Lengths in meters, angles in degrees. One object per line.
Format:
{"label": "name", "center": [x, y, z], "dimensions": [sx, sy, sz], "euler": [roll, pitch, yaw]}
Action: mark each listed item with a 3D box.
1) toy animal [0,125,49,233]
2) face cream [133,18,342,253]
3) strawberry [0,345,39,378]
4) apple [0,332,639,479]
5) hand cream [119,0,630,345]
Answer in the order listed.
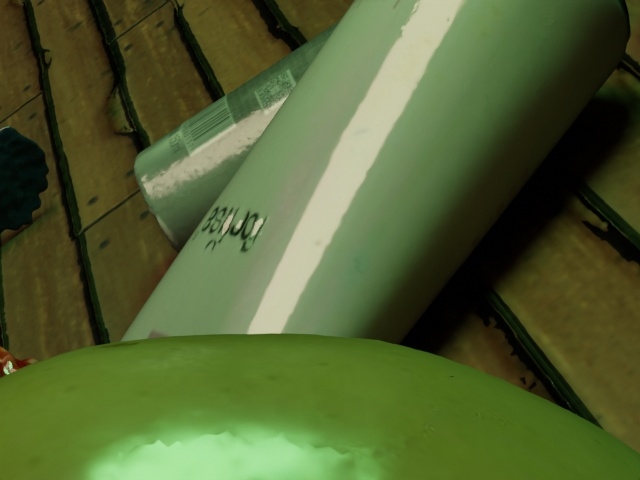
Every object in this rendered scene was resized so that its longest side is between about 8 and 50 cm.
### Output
{"label": "toy animal", "center": [-0.295, 0.030, 1.237], "dimensions": [0.239, 0.176, 0.255], "euler": [-124, 53, -70]}
{"label": "face cream", "center": [0.027, -0.086, 1.001], "dimensions": [0.269, 0.073, 0.107], "euler": [-34, 28, 7]}
{"label": "strawberry", "center": [-0.195, 0.126, 0.826], "dimensions": [0.286, 0.106, 0.188], "euler": [-18, 42, 51]}
{"label": "apple", "center": [-0.016, 0.142, 0.432], "dimensions": [0.262, 0.262, 0.262], "euler": [-30, 24, 15]}
{"label": "hand cream", "center": [0.000, 0.000, 0.844], "dimensions": [0.358, 0.118, 0.185], "euler": [-52, 28, -14]}
